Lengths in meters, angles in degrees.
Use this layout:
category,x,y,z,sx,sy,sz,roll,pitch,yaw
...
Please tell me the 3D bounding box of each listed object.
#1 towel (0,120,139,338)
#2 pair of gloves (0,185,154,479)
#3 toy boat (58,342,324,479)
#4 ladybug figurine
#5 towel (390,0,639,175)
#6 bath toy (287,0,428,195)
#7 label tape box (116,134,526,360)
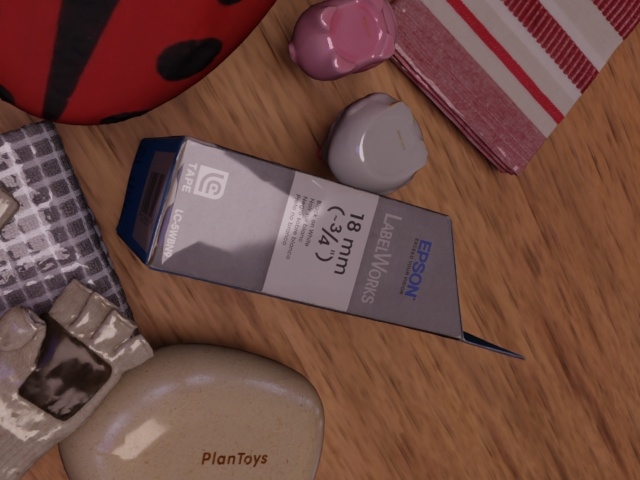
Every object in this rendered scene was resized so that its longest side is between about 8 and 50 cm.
category,x,y,z,sx,sy,sz,roll,pitch,yaw
towel,-0.323,0.046,0.643,0.284,0.121,0.235,-23,105,-15
pair of gloves,-0.276,0.076,0.580,0.204,0.042,0.240,-44,107,-10
toy boat,-0.144,0.255,0.737,0.267,0.148,0.318,18,87,-32
ladybug figurine,-0.148,-0.224,0.514,0.305,0.449,0.162,9,57,-22
towel,0.233,-0.268,0.836,0.237,0.037,0.329,42,82,-18
bath toy,0.015,-0.214,0.719,0.151,0.129,0.348,-22,105,-25
label tape box,0.000,0.000,0.687,0.334,0.240,0.106,15,92,-22
